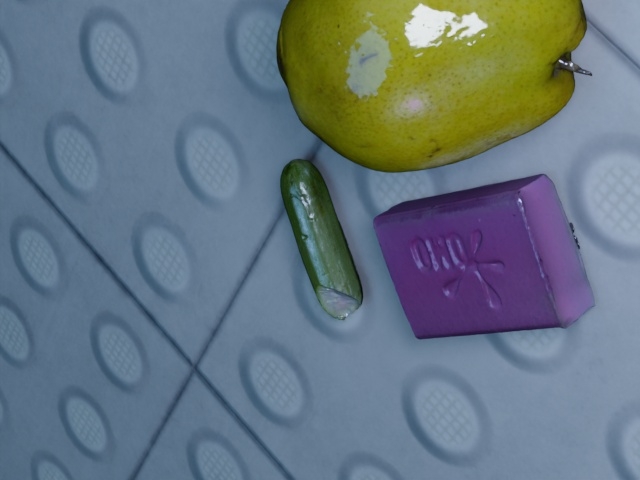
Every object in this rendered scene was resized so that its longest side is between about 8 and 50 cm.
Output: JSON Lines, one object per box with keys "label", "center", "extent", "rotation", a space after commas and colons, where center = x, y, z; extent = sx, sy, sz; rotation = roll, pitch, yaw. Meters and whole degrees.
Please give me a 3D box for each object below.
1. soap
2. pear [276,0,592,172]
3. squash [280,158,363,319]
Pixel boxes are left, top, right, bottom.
{"label": "soap", "center": [0.199, 0.025, 1.730], "extent": [0.259, 0.081, 0.181], "rotation": [-9, 105, 47]}
{"label": "pear", "center": [0.119, -0.216, 1.538], "extent": [0.336, 0.285, 0.285], "rotation": [-6, 107, 45]}
{"label": "squash", "center": [0.000, 0.000, 1.923], "extent": [0.069, 0.069, 0.239], "rotation": [-10, 103, 47]}
